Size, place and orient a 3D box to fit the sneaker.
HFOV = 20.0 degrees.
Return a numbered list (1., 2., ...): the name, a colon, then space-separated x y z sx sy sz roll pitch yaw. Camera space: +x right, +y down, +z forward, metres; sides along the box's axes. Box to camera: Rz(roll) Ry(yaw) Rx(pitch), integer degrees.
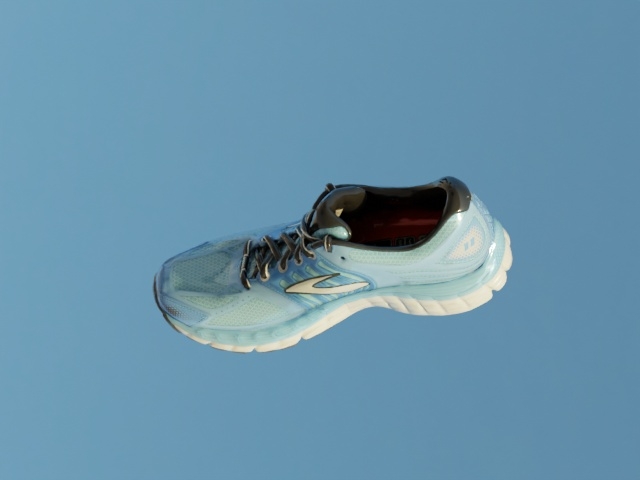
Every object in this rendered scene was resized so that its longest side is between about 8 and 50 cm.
1. sneaker: 0.000 0.000 0.812 0.162 0.073 0.063 -13 -127 10
